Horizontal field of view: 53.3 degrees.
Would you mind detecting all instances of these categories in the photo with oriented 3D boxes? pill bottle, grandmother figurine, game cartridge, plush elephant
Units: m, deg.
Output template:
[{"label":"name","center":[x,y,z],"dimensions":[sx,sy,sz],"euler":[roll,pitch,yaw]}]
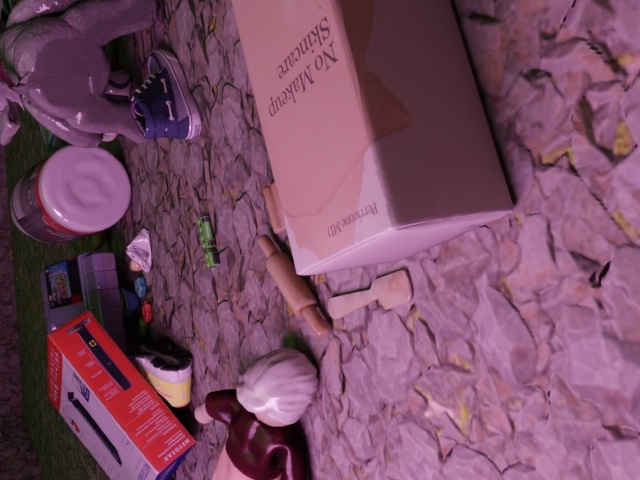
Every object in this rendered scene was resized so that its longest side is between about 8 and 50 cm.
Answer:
[{"label":"pill bottle","center":[-0.541,-0.086,1.338],"dimensions":[0.318,0.176,0.176],"euler":[-10,88,50]},{"label":"grandmother figurine","center":[-0.084,0.270,0.817],"dimensions":[0.207,0.104,0.342],"euler":[32,125,17]},{"label":"game cartridge","center":[-0.528,0.152,1.388],"dimensions":[0.355,0.068,0.230],"euler":[-13,89,49]},{"label":"plush elephant","center":[-0.458,-0.291,1.041],"dimensions":[0.255,0.330,0.272],"euler":[29,129,35]}]

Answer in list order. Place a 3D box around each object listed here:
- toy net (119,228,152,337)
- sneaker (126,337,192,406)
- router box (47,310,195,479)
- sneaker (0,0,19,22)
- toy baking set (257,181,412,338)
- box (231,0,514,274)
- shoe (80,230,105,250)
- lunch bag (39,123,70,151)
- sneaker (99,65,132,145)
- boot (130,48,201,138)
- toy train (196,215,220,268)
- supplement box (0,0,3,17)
[{"label":"toy net","center":[-0.367,0.084,1.259],"dimensions":[0.122,0.045,0.232],"euler":[53,138,39]},{"label":"sneaker","center":[-0.289,0.239,1.140],"dimensions":[0.208,0.081,0.094],"euler":[14,116,58]},{"label":"router box","center":[-0.386,0.328,1.188],"dimensions":[0.301,0.082,0.335],"euler":[47,143,11]},{"label":"sneaker","center":[-0.496,-0.446,1.184],"dimensions":[0.094,0.151,0.256],"euler":[6,71,38]},{"label":"toy baking set","center":[-0.003,0.004,0.683],"dimensions":[0.256,0.030,0.197],"euler":[58,140,33]},{"label":"box","center":[0.026,-0.141,0.520],"dimensions":[0.148,0.121,0.311],"euler":[-31,71,55]},{"label":"shoe","center":[-0.543,-0.074,1.501],"dimensions":[0.076,0.058,0.219],"euler":[-39,66,28]},{"label":"lunch bag","center":[-0.626,-0.333,1.533],"dimensions":[0.176,0.090,0.219],"euler":[-32,70,56]},{"label":"sneaker","center":[-0.446,-0.271,1.260],"dimensions":[0.235,0.094,0.153],"euler":[25,109,42]},{"label":"boot","center":[-0.253,-0.228,0.973],"dimensions":[0.190,0.086,0.069],"euler":[59,141,32]},{"label":"toy train","center":[-0.168,0.001,0.955],"dimensions":[0.023,0.017,0.083],"euler":[-24,76,47]},{"label":"supplement box","center":[-0.658,-0.489,1.301],"dimensions":[0.195,0.356,0.194],"euler":[-6,91,57]}]
